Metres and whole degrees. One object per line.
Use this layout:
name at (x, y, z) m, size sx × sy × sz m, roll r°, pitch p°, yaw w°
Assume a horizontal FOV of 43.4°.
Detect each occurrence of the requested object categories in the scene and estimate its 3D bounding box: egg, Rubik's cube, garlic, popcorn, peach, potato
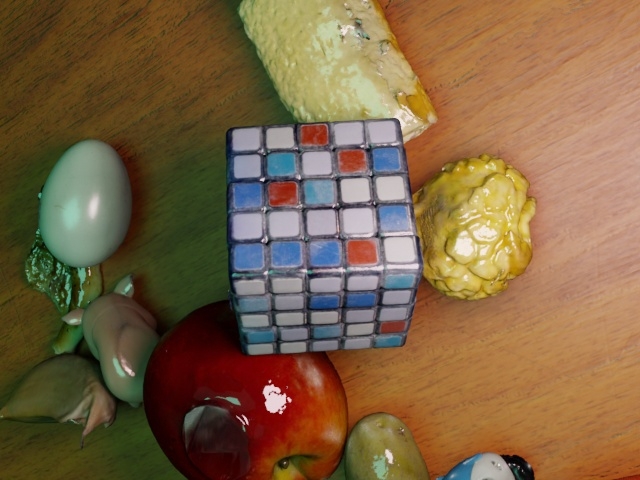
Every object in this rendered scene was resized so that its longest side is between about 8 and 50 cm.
egg at (-0.476, -0.075, 1.640) m, size 0.182 × 0.183 × 0.264 m, roll 11°, pitch 92°, yaw 20°
Rubik's cube at (0.000, 0.000, 1.316) m, size 0.292 × 0.292 × 0.287 m, roll -4°, pitch 59°, yaw 0°
garlic at (-0.509, 0.346, 1.667) m, size 0.338 × 0.196 × 0.151 m, roll 4°, pitch 124°, yaw 40°
popcorn at (0.249, -0.019, 1.353) m, size 0.250 × 0.190 × 0.250 m, roll -29°, pitch 44°, yaw 33°
peach at (-0.142, 0.303, 1.476) m, size 0.406 × 0.310 × 0.335 m, roll 48°, pitch 111°, yaw 9°
potato at (0.124, 0.438, 1.457) m, size 0.159 × 0.174 × 0.252 m, roll -2°, pitch 108°, yaw 18°

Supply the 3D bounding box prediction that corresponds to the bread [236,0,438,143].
bread at (0.034, -0.315, 1.434) m, size 0.236 × 0.165 × 0.376 m, roll -28°, pitch 84°, yaw 25°

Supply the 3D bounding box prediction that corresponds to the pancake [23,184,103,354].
pancake at (-0.576, 0.066, 1.759) m, size 0.197 × 0.054 × 0.377 m, roll -10°, pitch 89°, yaw 22°

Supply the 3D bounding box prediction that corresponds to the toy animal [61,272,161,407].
toy animal at (-0.401, 0.213, 1.640) m, size 0.250 × 0.166 × 0.154 m, roll 53°, pitch 155°, yaw 25°

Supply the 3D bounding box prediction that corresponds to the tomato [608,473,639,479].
tomato at (0.516, 0.533, 1.260) m, size 0.341 × 0.273 × 0.342 m, roll 1°, pitch 112°, yaw 2°

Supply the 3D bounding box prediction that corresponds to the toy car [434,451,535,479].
toy car at (0.284, 0.498, 1.389) m, size 0.190 × 0.188 × 0.255 m, roll -24°, pitch 89°, yaw 30°
